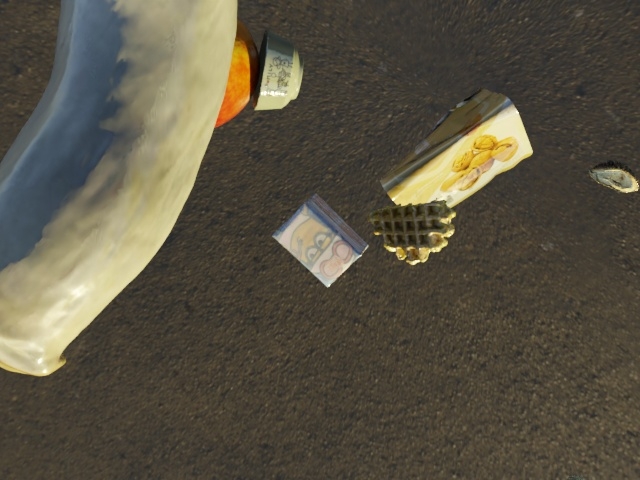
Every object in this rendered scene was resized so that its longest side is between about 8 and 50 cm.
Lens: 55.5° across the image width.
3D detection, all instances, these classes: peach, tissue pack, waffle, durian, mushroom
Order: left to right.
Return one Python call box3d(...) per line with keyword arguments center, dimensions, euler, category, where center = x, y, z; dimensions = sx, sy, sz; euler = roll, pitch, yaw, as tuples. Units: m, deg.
box3d(center=(-0.106, -0.096, 0.342), dimensions=(0.109, 0.097, 0.351), euler=(22, 78, -35), category="mushroom")
box3d(center=(-0.344, -0.470, 1.624), dimensions=(0.389, 0.388, 0.388), euler=(2, 104, 10), category="peach")
box3d(center=(0.000, 0.000, 1.214), dimensions=(0.155, 0.065, 0.115), euler=(43, 123, -3), category="tissue pack")
box3d(center=(0.182, -0.038, 1.209), dimensions=(0.160, 0.046, 0.192), euler=(56, 138, 18), category="waffle")
box3d(center=(0.761, -0.170, 1.568), dimensions=(0.130, 0.052, 0.066), euler=(30, 126, 27), category="durian")

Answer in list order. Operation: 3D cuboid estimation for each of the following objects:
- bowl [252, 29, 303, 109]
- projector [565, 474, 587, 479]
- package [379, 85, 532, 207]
box3d(center=(-0.111, -0.446, 1.630), dimensions=(0.112, 0.211, 0.211), euler=(8, 106, -12), category="bowl")
box3d(center=(0.205, 0.327, 0.504), dimensions=(0.177, 0.243, 0.163), euler=(49, 125, 32), category="projector")
box3d(center=(0.279, -0.202, 1.355), dimensions=(0.311, 0.221, 0.165), euler=(-37, 58, 13), category="package")
